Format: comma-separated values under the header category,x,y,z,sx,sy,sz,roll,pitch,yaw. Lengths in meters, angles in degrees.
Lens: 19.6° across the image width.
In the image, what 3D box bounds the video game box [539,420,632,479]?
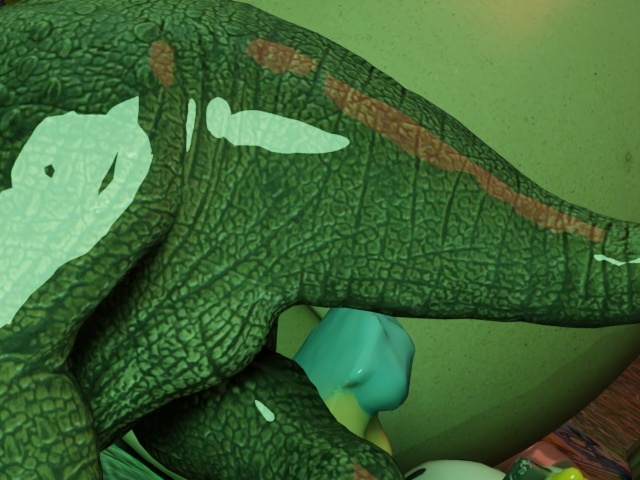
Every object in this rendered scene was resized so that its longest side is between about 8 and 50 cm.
category,x,y,z,sx,sy,sz,roll,pitch,yaw
video game box,0.127,0.132,1.127,0.187,0.048,0.205,35,6,36

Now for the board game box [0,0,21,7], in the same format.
category,x,y,z,sx,sy,sz,roll,pitch,yaw
board game box,-0.057,-0.233,1.639,0.356,0.356,0.356,30,6,-23

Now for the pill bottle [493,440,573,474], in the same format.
category,x,y,z,sx,sy,sz,roll,pitch,yaw
pill bottle,0.074,0.104,0.992,0.120,0.067,0.067,36,7,31

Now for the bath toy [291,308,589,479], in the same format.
category,x,y,z,sx,sy,sz,roll,pitch,yaw
bath toy,0.123,0.146,0.629,0.348,0.129,0.151,31,8,-17

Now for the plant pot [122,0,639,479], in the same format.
category,x,y,z,sx,sy,sz,roll,pitch,yaw
plant pot,0.000,0.000,0.750,0.284,0.284,0.191,32,43,4

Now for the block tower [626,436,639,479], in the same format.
category,x,y,z,sx,sy,sz,roll,pitch,yaw
block tower,0.231,0.162,0.961,0.097,0.091,0.335,41,14,-5

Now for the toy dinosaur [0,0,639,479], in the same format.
category,x,y,z,sx,sy,sz,roll,pitch,yaw
toy dinosaur,-0.066,0.018,0.357,0.121,0.314,0.160,4,65,-56
